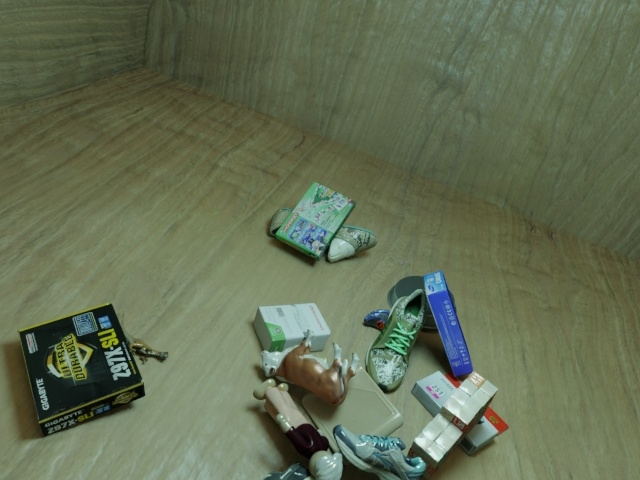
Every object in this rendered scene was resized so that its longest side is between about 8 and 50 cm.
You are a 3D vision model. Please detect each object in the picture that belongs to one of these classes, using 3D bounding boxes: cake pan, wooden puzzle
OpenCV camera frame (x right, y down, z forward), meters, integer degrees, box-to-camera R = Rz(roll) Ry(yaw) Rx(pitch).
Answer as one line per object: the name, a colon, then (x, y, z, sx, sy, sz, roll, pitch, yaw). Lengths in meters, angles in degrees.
cake pan: (0.428, 0.246, 2.137, 0.293, 0.054, 0.293, 6, 35, -4)
wooden puzzle: (0.094, 0.515, 1.541, 0.221, 0.044, 0.238, -31, 54, -15)

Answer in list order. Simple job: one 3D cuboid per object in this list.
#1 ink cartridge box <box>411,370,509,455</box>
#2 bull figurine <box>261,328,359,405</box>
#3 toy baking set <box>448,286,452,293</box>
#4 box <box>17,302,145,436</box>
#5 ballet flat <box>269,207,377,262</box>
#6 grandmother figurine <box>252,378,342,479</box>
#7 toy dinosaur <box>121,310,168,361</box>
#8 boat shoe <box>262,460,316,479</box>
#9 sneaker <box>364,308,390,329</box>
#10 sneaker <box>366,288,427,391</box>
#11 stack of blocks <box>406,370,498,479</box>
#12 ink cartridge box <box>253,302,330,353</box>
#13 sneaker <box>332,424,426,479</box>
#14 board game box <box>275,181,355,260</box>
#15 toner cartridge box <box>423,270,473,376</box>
ink cartridge box: (0.483, 0.557, 1.735, 0.239, 0.060, 0.275, -12, 44, -38)
bull figurine: (-0.034, 0.380, 1.573, 0.310, 0.188, 0.101, 22, -10, 28)
toy baking set: (0.499, 0.235, 2.255, 0.256, 0.030, 0.196, 5, 35, -21)
box: (-0.657, 0.337, 1.408, 0.257, 0.079, 0.322, -15, 45, -29)
ballet flat: (0.000, 0.000, 2.263, 0.483, 0.164, 0.182, 16, 53, 6)
grandmother figurine: (-0.050, 0.532, 1.410, 0.208, 0.104, 0.342, 24, 12, -43)
toy dinosaur: (-0.564, 0.316, 1.560, 0.212, 0.064, 0.112, 35, 21, 6)
boat shoe: (-0.119, 0.627, 1.288, 0.233, 0.084, 0.079, -5, 41, -45)
sneaker: (0.274, 0.327, 1.955, 0.221, 0.083, 0.087, 13, 41, -3)
sneaker: (0.278, 0.326, 1.800, 0.158, 0.182, 0.410, 22, 53, 7)
stack of blocks: (0.391, 0.546, 1.526, 0.297, 0.171, 0.087, -32, 55, -33)
ink cartridge box: (-0.100, 0.305, 1.773, 0.220, 0.092, 0.160, 0, 37, -28)
sneaker: (0.162, 0.572, 1.400, 0.283, 0.122, 0.110, 36, 4, -7)
board game box: (-0.017, -0.089, 2.206, 0.214, 0.046, 0.317, 27, 65, 16)
toner cartridge box: (0.462, 0.299, 1.853, 0.075, 0.347, 0.165, -18, 17, 13)
